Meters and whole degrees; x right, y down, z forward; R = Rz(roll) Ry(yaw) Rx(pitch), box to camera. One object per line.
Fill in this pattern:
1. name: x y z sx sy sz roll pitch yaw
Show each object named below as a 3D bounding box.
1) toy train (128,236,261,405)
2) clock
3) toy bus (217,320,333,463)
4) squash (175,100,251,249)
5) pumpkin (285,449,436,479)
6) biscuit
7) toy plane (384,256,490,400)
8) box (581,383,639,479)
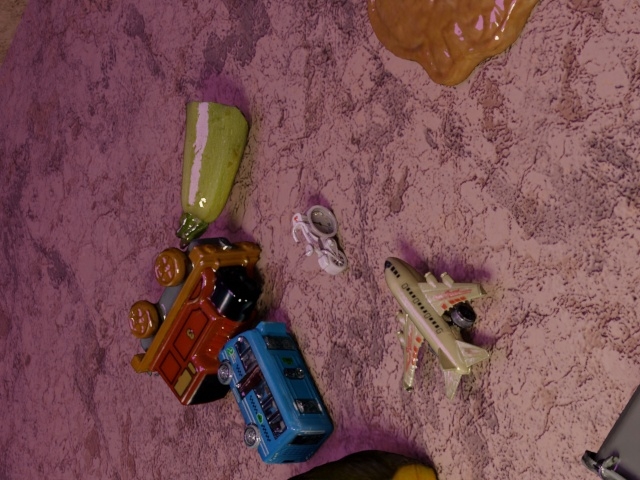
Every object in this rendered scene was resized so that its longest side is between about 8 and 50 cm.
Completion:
1. toy train: -0.236 0.162 2.230 0.232 0.163 0.369 49 123 28
2. clock: 0.000 0.000 2.010 0.041 0.087 0.129 -39 64 42
3. toy bus: -0.082 0.270 2.051 0.134 0.113 0.246 -49 52 31
4. squash: -0.213 -0.121 2.252 0.137 0.137 0.288 2 85 52
5. pumpkin: 0.044 0.473 1.775 0.303 0.225 0.256 -56 49 31
6. biscuit: 0.213 -0.448 1.809 0.365 0.062 0.385 54 126 39
7. toy plane: 0.171 0.118 1.768 0.229 0.092 0.244 -56 45 34
8. box: 0.435 0.248 1.311 0.163 0.243 0.135 33 98 50
